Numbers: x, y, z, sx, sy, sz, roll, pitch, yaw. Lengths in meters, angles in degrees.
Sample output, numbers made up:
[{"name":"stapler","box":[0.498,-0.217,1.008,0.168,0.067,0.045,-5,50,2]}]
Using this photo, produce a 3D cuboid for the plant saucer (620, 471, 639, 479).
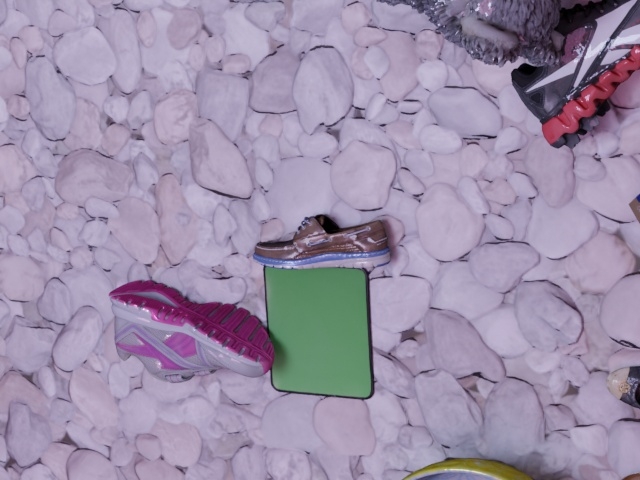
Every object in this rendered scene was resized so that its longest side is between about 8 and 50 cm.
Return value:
[{"name":"plant saucer","box":[0.410,0.327,1.751,0.083,0.015,0.083,7,107,22]}]

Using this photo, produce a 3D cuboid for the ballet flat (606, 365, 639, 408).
[{"name":"ballet flat","box":[0.430,0.194,1.685,0.173,0.049,0.057,17,110,18]}]

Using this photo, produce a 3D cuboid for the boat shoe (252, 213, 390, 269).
[{"name":"boat shoe","box":[0.000,0.000,1.808,0.183,0.066,0.066,-2,100,13]}]

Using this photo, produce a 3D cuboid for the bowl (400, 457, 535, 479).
[{"name":"bowl","box":[0.209,0.394,1.776,0.289,0.156,0.289,6,107,21]}]

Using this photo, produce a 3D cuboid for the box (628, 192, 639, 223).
[{"name":"box","box":[0.459,-0.065,1.562,0.225,0.036,0.136,-46,41,25]}]

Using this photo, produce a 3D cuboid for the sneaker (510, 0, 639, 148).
[{"name":"sneaker","box":[0.323,-0.235,1.579,0.135,0.097,0.276,45,118,3]}]

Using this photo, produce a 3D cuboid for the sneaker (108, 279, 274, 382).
[{"name":"sneaker","box":[-0.177,0.143,1.906,0.252,0.103,0.111,19,116,24]}]

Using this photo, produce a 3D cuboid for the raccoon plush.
[{"name":"raccoon plush","box":[0.097,-0.283,1.608,0.446,0.216,0.299,-28,82,55]}]

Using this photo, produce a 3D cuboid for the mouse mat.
[{"name":"mouse mat","box":[-0.003,0.121,1.871,0.153,0.007,0.189,3,107,22]}]
